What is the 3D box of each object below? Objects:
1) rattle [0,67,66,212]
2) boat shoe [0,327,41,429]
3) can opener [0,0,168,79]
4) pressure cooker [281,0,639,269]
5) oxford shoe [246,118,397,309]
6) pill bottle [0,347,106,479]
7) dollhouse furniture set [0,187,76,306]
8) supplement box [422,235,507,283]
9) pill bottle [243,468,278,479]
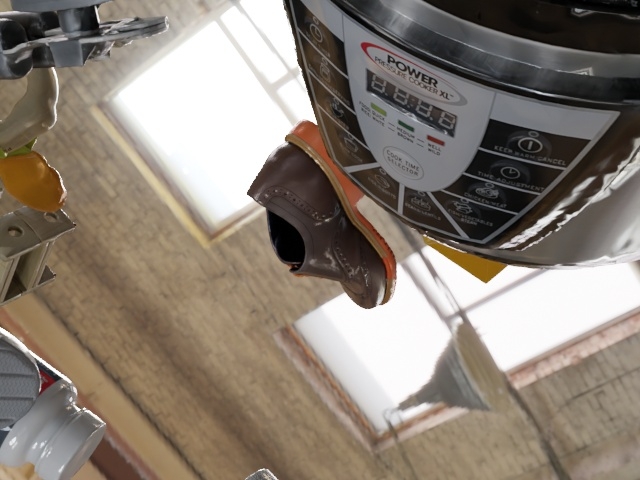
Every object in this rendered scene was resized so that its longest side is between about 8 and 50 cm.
[{"bbox_3d":[-0.309,-0.148,0.863,0.199,0.130,0.143,57,-166,28],"label":"rattle"},{"bbox_3d":[-0.414,0.084,0.765,0.335,0.121,0.119,22,-174,-36],"label":"boat shoe"},{"bbox_3d":[-0.241,-0.177,0.677,0.076,0.283,0.095,-37,-54,-51],"label":"can opener"},{"bbox_3d":[0.147,-0.214,0.479,0.420,0.370,0.375,82,174,-67],"label":"pressure cooker"},{"bbox_3d":[0.000,0.000,0.855,0.097,0.098,0.271,36,164,39],"label":"oxford shoe"},{"bbox_3d":[-0.320,0.172,0.910,0.180,0.108,0.108,34,-159,6],"label":"pill bottle"},{"bbox_3d":[-0.475,-0.021,1.263,0.184,0.129,0.129,44,-141,12],"label":"dollhouse furniture set"},{"bbox_3d":[0.234,-0.086,1.225,0.129,0.191,0.194,32,-154,-30],"label":"supplement box"},{"bbox_3d":[-0.010,0.405,1.058,0.264,0.146,0.146,42,-165,22],"label":"pill bottle"}]
